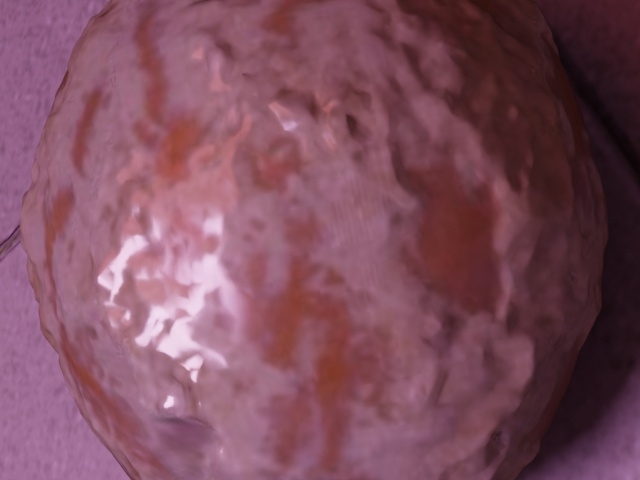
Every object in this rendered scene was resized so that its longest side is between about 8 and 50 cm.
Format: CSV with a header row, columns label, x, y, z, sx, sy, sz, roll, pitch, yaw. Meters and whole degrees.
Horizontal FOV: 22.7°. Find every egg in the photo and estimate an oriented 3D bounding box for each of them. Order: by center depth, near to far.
label,x,y,z,sx,sy,sz,roll,pitch,yaw
egg,0.000,0.000,0.560,0.203,0.203,0.245,-7,82,46
